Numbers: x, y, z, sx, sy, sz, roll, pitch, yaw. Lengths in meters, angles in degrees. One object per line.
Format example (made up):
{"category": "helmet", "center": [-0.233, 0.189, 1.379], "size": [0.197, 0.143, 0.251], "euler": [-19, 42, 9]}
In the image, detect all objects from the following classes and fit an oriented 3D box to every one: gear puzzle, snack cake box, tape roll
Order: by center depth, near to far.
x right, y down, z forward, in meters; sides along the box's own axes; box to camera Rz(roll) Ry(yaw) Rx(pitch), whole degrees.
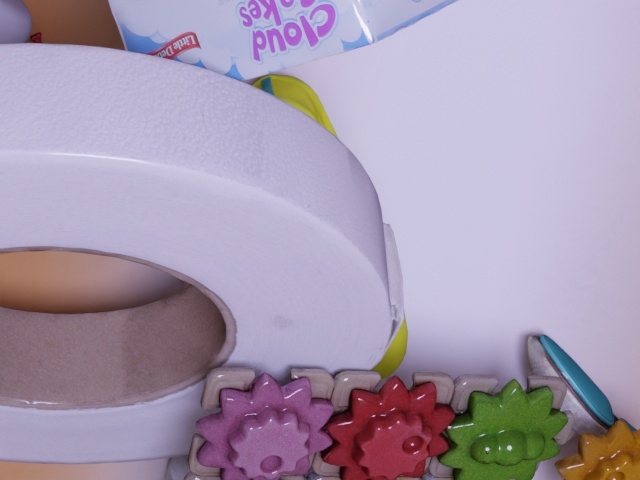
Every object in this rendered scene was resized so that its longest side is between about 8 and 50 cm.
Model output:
{"category": "snack cake box", "center": [0.016, -0.166, 0.840], "size": [0.152, 0.264, 0.089], "euler": [-9, 105, 34]}
{"category": "tape roll", "center": [-0.150, 0.028, 0.857], "size": [0.392, 0.392, 0.072], "euler": [-3, 59, -2]}
{"category": "gear puzzle", "center": [0.077, 0.163, 0.936], "size": [0.339, 0.044, 0.175], "euler": [3, 121, -19]}

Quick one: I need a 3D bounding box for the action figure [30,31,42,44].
{"category": "action figure", "center": [-0.178, -0.081, 0.989], "size": [0.038, 0.030, 0.115], "euler": [-26, 104, -2]}

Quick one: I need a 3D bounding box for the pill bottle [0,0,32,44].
{"category": "pill bottle", "center": [-0.314, -0.082, 0.920], "size": [0.146, 0.146, 0.264], "euler": [40, 98, -10]}

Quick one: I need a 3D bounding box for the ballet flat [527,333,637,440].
{"category": "ballet flat", "center": [0.193, 0.138, 1.040], "size": [0.052, 0.057, 0.168], "euler": [-43, 101, 16]}

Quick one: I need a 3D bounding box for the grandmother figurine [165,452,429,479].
{"category": "grandmother figurine", "center": [0.036, 0.249, 1.039], "size": [0.342, 0.104, 0.208], "euler": [34, 71, -6]}

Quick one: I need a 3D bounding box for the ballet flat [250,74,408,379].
{"category": "ballet flat", "center": [0.000, 0.000, 0.988], "size": [0.077, 0.077, 0.231], "euler": [-20, 102, 1]}
